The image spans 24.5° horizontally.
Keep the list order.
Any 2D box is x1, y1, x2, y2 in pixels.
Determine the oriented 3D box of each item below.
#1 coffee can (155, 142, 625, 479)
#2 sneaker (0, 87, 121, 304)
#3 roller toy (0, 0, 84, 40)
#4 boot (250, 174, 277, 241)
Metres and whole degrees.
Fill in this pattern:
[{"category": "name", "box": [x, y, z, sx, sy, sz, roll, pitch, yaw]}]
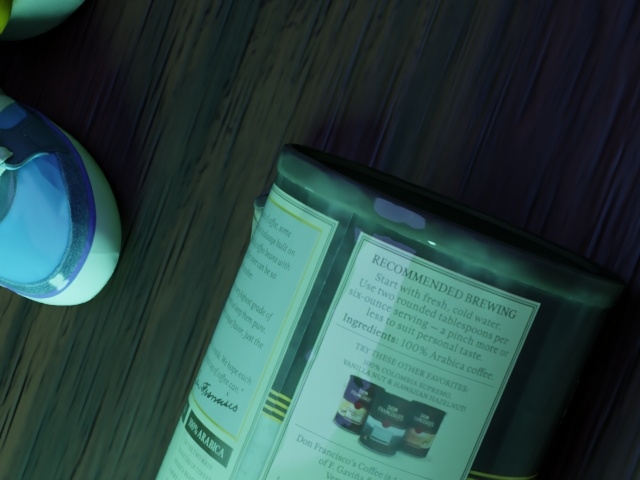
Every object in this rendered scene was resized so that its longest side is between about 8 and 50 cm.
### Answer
[{"category": "coffee can", "box": [0.022, 0.109, 0.822, 0.202, 0.201, 0.275, 27, 98, 34]}, {"category": "sneaker", "box": [-0.312, -0.078, 1.054, 0.323, 0.236, 0.130, 46, 108, 30]}, {"category": "roller toy", "box": [-0.263, -0.253, 1.103, 0.191, 0.146, 0.209, 29, 100, 34]}, {"category": "boot", "box": [0.000, 0.000, 0.952, 0.118, 0.042, 0.087, 25, 94, 33]}]
